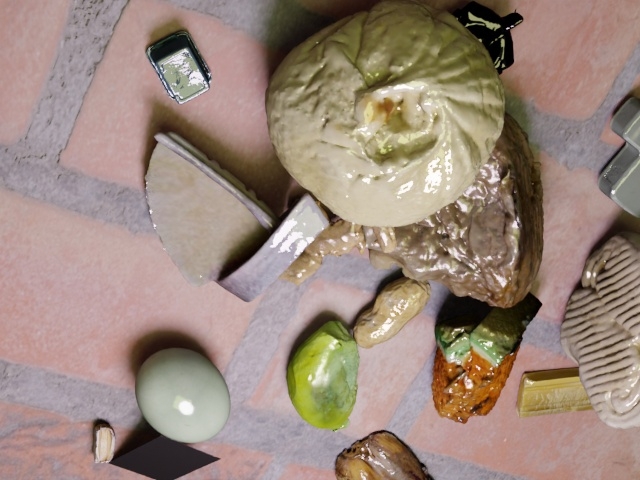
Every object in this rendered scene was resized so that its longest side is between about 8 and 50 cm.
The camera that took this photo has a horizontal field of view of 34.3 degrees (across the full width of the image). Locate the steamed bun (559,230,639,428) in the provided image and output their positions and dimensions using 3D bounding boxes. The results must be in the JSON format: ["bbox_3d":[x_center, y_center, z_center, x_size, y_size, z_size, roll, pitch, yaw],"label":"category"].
[{"bbox_3d":[0.611,0.161,1.894,0.219,0.324,0.309,4,126,-23],"label":"steamed bun"}]

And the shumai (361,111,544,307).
[{"bbox_3d":[0.230,-0.044,1.783,0.283,0.217,0.346,-6,109,24],"label":"shumai"}]

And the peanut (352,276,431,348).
[{"bbox_3d":[0.125,0.126,1.870,0.080,0.080,0.174,36,106,-30],"label":"peanut"}]

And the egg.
[{"bbox_3d":[-0.236,0.269,1.797,0.149,0.149,0.192,-38,124,7],"label":"egg"}]

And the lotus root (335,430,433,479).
[{"bbox_3d":[0.158,0.526,2.107,0.167,0.078,0.329,-37,122,8],"label":"lotus root"}]

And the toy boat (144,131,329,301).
[{"bbox_3d":[-0.153,-0.023,1.670,0.293,0.111,0.276,27,131,0],"label":"toy boat"}]

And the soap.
[{"bbox_3d":[0.519,0.305,2.111,0.252,0.037,0.092,-2,118,-15],"label":"soap"}]

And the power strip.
[{"bbox_3d":[0.597,-0.180,1.843,0.194,0.059,0.265,29,107,-33],"label":"power strip"}]

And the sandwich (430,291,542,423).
[{"bbox_3d":[0.279,0.210,1.925,0.162,0.250,0.301,31,125,16],"label":"sandwich"}]

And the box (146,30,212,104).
[{"bbox_3d":[-0.209,-0.256,1.562,0.074,0.054,0.099,-29,122,-1],"label":"box"}]

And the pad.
[{"bbox_3d":[-0.286,0.401,1.887,0.127,0.004,0.190,29,139,-28],"label":"pad"}]

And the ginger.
[{"bbox_3d":[-0.004,-0.015,1.738,0.259,0.065,0.149,-21,91,25],"label":"ginger"}]

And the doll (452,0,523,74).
[{"bbox_3d":[0.211,-0.292,1.657,0.249,0.088,0.127,-37,143,17],"label":"doll"}]

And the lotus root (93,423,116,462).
[{"bbox_3d":[-0.391,0.362,1.875,0.037,0.030,0.083,-4,121,-22],"label":"lotus root"}]

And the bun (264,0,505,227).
[{"bbox_3d":[0.090,-0.186,1.539,0.352,0.227,0.349,23,104,2],"label":"bun"}]

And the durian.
[{"bbox_3d":[0.009,0.261,1.895,0.139,0.101,0.250,-5,120,-14],"label":"durian"}]
